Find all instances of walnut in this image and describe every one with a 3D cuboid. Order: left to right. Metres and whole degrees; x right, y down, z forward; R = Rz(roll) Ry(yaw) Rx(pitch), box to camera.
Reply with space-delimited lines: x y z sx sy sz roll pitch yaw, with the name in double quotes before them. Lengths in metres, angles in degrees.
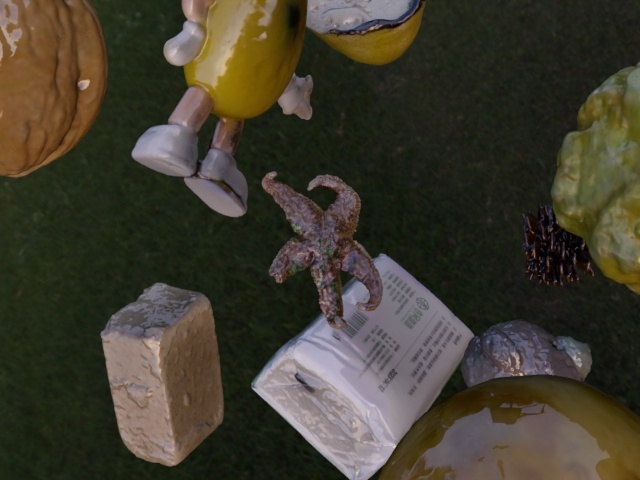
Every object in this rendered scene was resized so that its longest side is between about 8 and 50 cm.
"walnut" -0.442 -0.246 1.194 0.332 0.333 0.333 -21 50 28

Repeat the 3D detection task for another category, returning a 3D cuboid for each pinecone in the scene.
"pinecone" 0.455 0.006 1.588 0.165 0.163 0.163 0 60 15

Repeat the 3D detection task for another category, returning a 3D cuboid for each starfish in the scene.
"starfish" -0.003 0.003 1.042 0.150 0.210 0.053 -38 -5 -23

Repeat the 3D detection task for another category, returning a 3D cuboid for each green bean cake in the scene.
"green bean cake" -0.171 0.148 0.963 0.085 0.179 0.109 9 30 24

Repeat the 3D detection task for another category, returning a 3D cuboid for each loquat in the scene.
"loquat" 0.161 0.233 0.638 0.263 0.263 0.263 -21 50 28

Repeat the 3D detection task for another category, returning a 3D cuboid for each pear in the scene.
"pear" 0.092 -0.406 1.591 0.266 0.178 0.267 -11 52 15

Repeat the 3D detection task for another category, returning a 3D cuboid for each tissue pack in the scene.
"tissue pack" 0.087 0.224 1.583 0.356 0.266 0.194 -41 -9 -49

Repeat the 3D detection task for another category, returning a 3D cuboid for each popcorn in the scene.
"popcorn" 0.474 -0.078 1.158 0.293 0.292 0.334 -31 86 5

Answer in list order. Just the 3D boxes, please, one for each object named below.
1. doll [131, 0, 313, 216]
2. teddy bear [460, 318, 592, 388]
"doll" -0.119 -0.246 1.304 0.161 0.348 0.423 16 52 30
"teddy bear" 0.277 0.215 1.019 0.151 0.236 0.267 -26 70 2
